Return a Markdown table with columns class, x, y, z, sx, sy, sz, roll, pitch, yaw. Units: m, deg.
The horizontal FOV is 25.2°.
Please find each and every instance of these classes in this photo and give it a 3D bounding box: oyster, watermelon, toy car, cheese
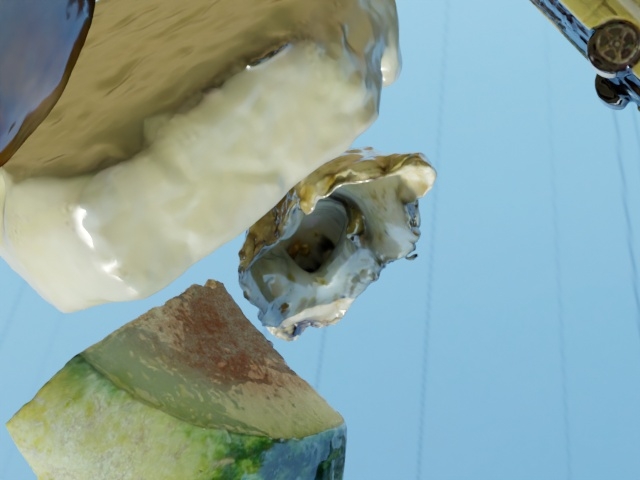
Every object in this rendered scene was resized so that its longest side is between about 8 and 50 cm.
| class | x | y | z | sx | sy | sz | roll | pitch | yaw |
| --- | --- | --- | --- | --- | --- | --- | --- | --- | --- |
| oyster | 0.002 | -0.005 | 1.274 | 0.166 | 0.341 | 0.110 | -12 | -109 | -7 |
| watermelon | -0.116 | 0.169 | 1.155 | 0.193 | 0.310 | 0.231 | -48 | -152 | 33 |
| toy car | 0.208 | -0.206 | 1.087 | 0.124 | 0.101 | 0.256 | -40 | -110 | 2 |
| cheese | -0.100 | -0.086 | 0.955 | 0.318 | 0.115 | 0.326 | -17 | -148 | 19 |

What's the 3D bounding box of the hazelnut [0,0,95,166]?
| class | x | y | z | sx | sy | sz | roll | pitch | yaw |
| --- | --- | --- | --- | --- | --- | --- | --- | --- | --- |
| hazelnut | -0.212 | -0.126 | 0.650 | 0.229 | 0.229 | 0.229 | -13 | -144 | 10 |
